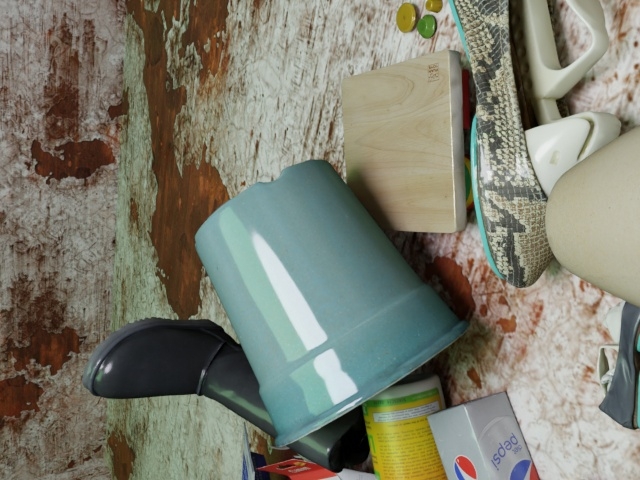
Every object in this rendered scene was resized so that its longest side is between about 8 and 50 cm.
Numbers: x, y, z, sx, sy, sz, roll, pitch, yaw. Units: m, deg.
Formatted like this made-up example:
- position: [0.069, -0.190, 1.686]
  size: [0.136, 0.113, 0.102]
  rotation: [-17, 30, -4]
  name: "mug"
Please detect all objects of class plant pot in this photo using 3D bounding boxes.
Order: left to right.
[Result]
- position: [-0.008, 0.080, 0.982]
  size: [0.334, 0.341, 0.341]
  rotation: [57, 142, 9]
  name: "plant pot"
- position: [0.358, -0.025, 0.592]
  size: [0.274, 0.256, 0.256]
  rotation: [179, 85, -65]
  name: "plant pot"

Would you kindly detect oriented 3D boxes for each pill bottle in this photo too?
- position: [0.152, 0.353, 1.044]
  size: [0.136, 0.136, 0.246]
  rotation: [-21, 78, 56]
  name: "pill bottle"

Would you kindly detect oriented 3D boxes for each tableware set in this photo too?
- position: [0.145, -0.395, 1.036]
  size: [0.154, 0.024, 0.104]
  rotation: [45, 134, 42]
  name: "tableware set"

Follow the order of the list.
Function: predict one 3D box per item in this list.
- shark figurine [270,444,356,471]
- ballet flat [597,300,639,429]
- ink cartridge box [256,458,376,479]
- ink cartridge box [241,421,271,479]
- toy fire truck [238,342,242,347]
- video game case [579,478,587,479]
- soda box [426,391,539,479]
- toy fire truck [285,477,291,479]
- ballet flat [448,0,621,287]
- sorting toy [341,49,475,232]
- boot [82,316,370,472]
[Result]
- position: [0.004, 0.417, 1.351]
  size: [0.278, 0.166, 0.116]
  rotation: [150, 137, -73]
  name: "shark figurine"
- position: [0.362, 0.123, 0.744]
  size: [0.074, 0.074, 0.203]
  rotation: [24, 117, 53]
  name: "ballet flat"
- position: [0.008, 0.470, 1.212]
  size: [0.181, 0.224, 0.056]
  rotation: [-40, 38, 52]
  name: "ink cartridge box"
- position: [-0.136, 0.595, 1.388]
  size: [0.303, 0.072, 0.307]
  rotation: [-162, 77, -79]
  name: "ink cartridge box"
- position: [-0.074, 0.220, 1.387]
  size: [0.246, 0.158, 0.217]
  rotation: [-145, 56, -61]
  name: "toy fire truck"
- position: [0.330, 0.472, 0.683]
  size: [0.329, 0.036, 0.300]
  rotation: [-62, 20, -6]
  name: "video game case"
- position: [0.261, 0.376, 0.923]
  size: [0.098, 0.091, 0.286]
  rotation: [-42, 60, 52]
  name: "soda box"
- position: [-0.061, 0.620, 1.417]
  size: [0.135, 0.192, 0.047]
  rotation: [17, 113, 24]
  name: "toy fire truck"
- position: [0.264, -0.188, 0.777]
  size: [0.182, 0.164, 0.483]
  rotation: [-14, 80, 47]
  name: "ballet flat"
- position: [0.148, -0.146, 1.009]
  size: [0.257, 0.089, 0.255]
  rotation: [5, 100, 56]
  name: "sorting toy"
- position: [-0.150, 0.295, 1.165]
  size: [0.445, 0.367, 0.146]
  rotation: [27, 107, 27]
  name: "boot"
